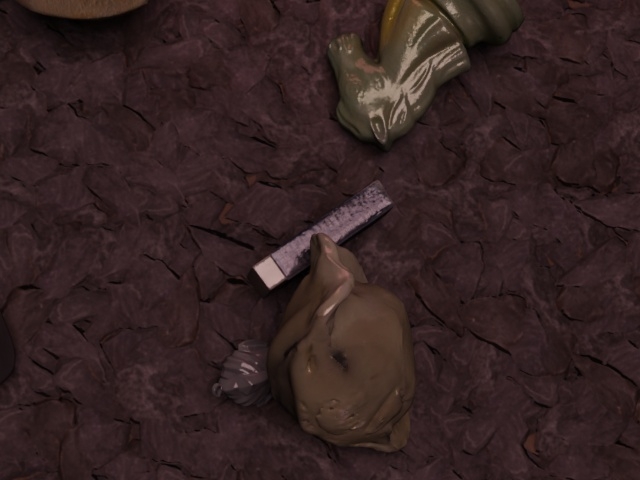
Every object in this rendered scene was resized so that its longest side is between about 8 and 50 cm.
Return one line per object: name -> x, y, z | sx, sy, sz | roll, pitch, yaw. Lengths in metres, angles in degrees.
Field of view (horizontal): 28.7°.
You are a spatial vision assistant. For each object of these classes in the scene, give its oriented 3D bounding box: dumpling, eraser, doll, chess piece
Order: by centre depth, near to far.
dumpling -> 0.026, 0.132, 1.629 | 0.187, 0.318, 0.243 | -14, 48, 12
doll -> -0.069, 0.168, 1.673 | 0.180, 0.079, 0.094 | -24, 106, -26
eraser -> 0.000, 0.000, 1.709 | 0.212, 0.092, 0.046 | -35, 86, -13
chess piece -> 0.130, -0.273, 1.772 | 0.298, 0.176, 0.176 | -44, 87, -2

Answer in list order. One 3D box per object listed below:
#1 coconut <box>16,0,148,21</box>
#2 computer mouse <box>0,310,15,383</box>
coconut -> -0.313, -0.412, 1.682 | 0.245, 0.247, 0.245 | 0, 50, 0
computer mouse -> -0.483, 0.091, 1.631 | 0.120, 0.057, 0.232 | -22, 82, -12
